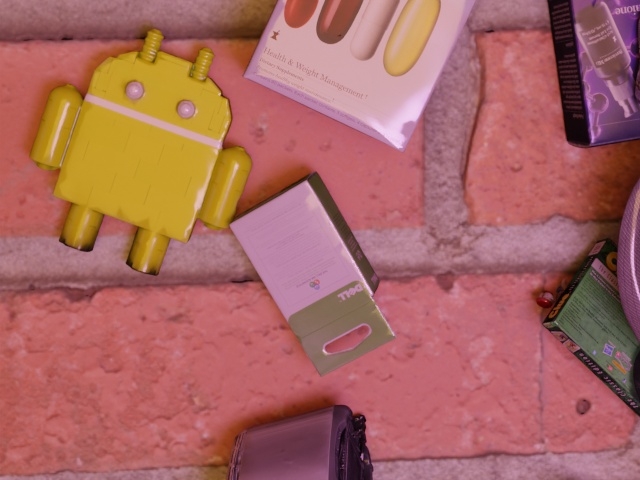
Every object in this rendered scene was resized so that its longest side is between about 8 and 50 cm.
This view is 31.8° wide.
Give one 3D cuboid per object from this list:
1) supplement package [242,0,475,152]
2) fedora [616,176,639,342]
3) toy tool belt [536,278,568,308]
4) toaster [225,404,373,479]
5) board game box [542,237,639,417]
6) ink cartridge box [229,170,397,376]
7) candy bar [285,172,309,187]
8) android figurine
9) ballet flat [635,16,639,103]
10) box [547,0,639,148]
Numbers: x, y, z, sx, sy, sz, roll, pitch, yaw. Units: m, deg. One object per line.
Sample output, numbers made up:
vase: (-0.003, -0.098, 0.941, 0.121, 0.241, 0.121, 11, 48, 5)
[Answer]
supplement package: (0.045, -0.232, 1.242, 0.194, 0.149, 0.203, 24, 97, -4)
fedora: (0.422, 0.016, 1.264, 0.243, 0.124, 0.276, -14, 96, -13)
toy tool belt: (0.300, 0.072, 1.342, 0.083, 0.052, 0.051, 30, 65, -8)
toaster: (-0.023, 0.284, 1.287, 0.146, 0.227, 0.129, -13, 125, 12)
board game box: (0.389, 0.132, 1.321, 0.259, 0.030, 0.136, 43, 69, -9)
ink cartridge box: (-0.003, 0.038, 1.302, 0.109, 0.062, 0.209, -29, 96, 16)
candy bar: (0.000, 0.000, 1.337, 0.040, 0.018, 0.162, -19, 98, 1)
android figurine: (-0.203, -0.104, 1.302, 0.248, 0.056, 0.273, 22, 98, -4)
ballet flat: (0.360, -0.200, 1.198, 0.041, 0.041, 0.114, 2, 97, -1)
box: (0.351, -0.218, 1.271, 0.153, 0.108, 0.207, -11, 97, 0)
